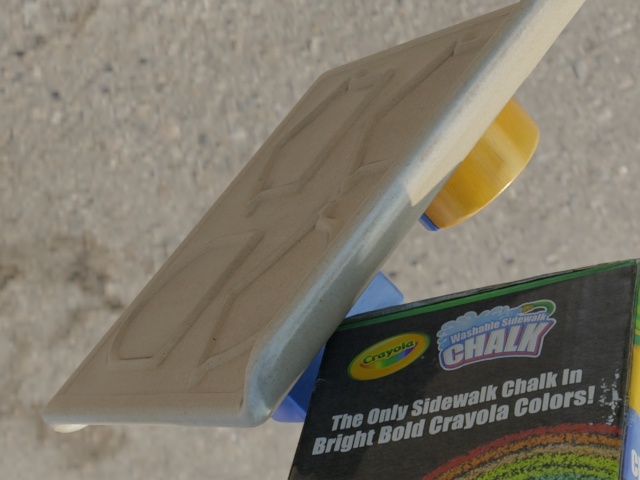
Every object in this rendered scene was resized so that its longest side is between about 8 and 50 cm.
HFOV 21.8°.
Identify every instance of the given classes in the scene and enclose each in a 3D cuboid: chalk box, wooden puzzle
[{"bbox_3d":[0.102,0.138,0.817,0.180,0.289,0.179,-13,127,27],"label":"chalk box"},{"bbox_3d":[0.000,0.000,1.006,0.080,0.322,0.348,44,156,-13],"label":"wooden puzzle"}]
